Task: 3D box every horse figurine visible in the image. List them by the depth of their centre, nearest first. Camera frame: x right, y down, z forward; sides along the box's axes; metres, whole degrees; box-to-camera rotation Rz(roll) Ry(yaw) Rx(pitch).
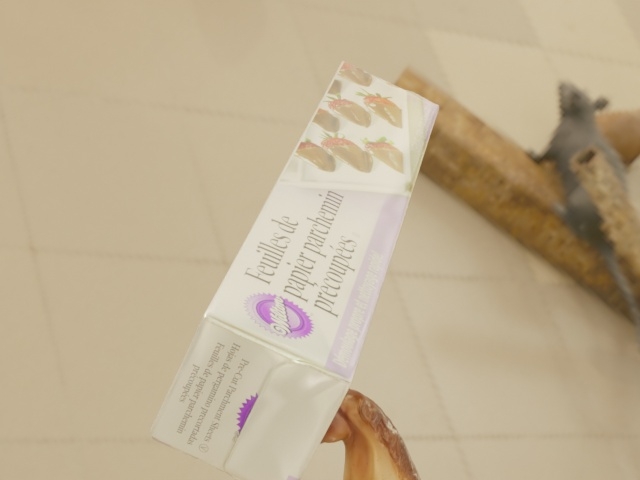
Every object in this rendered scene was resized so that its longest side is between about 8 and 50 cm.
[{"bbox_3d":[0.056,0.227,0.952,0.263,0.174,0.066,42,18,15],"label":"horse figurine"}]

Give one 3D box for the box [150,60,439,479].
[{"bbox_3d":[0.000,0.000,0.721,0.063,0.067,0.324,25,25,-1],"label":"box"}]
